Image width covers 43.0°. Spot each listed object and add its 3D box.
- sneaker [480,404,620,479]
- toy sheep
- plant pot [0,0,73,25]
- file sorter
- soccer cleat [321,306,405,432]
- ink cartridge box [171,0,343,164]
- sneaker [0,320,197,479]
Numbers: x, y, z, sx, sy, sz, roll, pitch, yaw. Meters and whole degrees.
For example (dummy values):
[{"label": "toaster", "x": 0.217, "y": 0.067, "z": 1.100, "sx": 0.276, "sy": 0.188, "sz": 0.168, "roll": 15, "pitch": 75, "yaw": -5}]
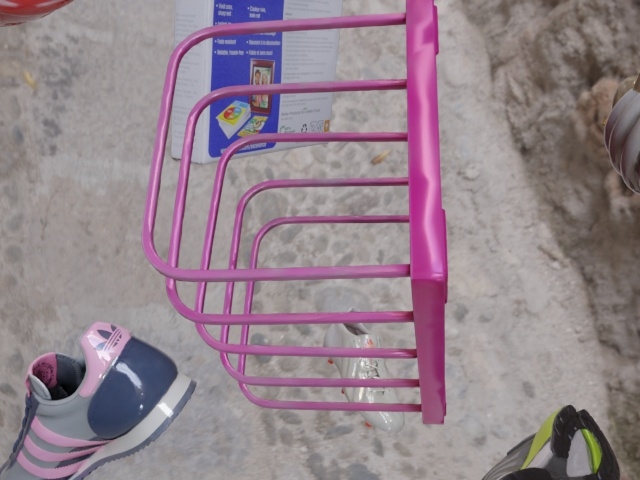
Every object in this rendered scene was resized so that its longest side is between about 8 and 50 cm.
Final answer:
[{"label": "sneaker", "x": 0.193, "y": 0.270, "z": 0.782, "sx": 0.111, "sy": 0.121, "sz": 0.300, "roll": 52, "pitch": 35, "yaw": 15}, {"label": "toy sheep", "x": 0.223, "y": -0.061, "z": 0.496, "sx": 0.091, "sy": 0.091, "sz": 0.132, "roll": -3, "pitch": 40, "yaw": -18}, {"label": "plant pot", "x": -0.308, "y": -0.301, "z": 0.783, "sx": 0.191, "sy": 0.174, "sz": 0.191, "roll": -12, "pitch": 112, "yaw": -31}, {"label": "file sorter", "x": 0.000, "y": 0.000, "z": 0.607, "sx": 0.182, "sy": 0.291, "sz": 0.202, "roll": -1, "pitch": 62, "yaw": 8}, {"label": "soccer cleat", "x": 0.058, "y": 0.165, "z": 1.054, "sx": 0.068, "sy": 0.076, "sz": 0.196, "roll": 15, "pitch": 26, "yaw": -33}, {"label": "ink cartridge box", "x": -0.071, "y": -0.265, "z": 1.042, "sx": 0.303, "sy": 0.072, "sz": 0.307, "roll": -19, "pitch": 117, "yaw": -56}, {"label": "sneaker", "x": -0.272, "y": 0.182, "z": 0.864, "sx": 0.131, "sy": 0.319, "sz": 0.112, "roll": 47, "pitch": 31, "yaw": -15}]
